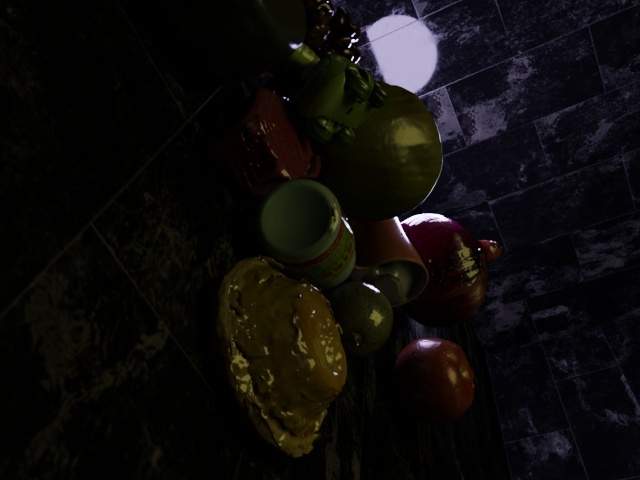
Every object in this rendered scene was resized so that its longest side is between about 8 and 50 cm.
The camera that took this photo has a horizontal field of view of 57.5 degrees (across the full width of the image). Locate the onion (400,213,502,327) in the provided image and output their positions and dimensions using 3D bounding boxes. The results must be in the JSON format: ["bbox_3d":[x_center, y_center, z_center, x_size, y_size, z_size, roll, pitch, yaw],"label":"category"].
[{"bbox_3d":[0.385,0.074,1.746,0.348,0.385,0.347,49,-32,46],"label":"onion"}]

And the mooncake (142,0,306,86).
[{"bbox_3d":[-0.171,-0.444,0.962,0.356,0.194,0.356,-17,90,-71],"label":"mooncake"}]

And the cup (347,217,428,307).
[{"bbox_3d":[0.133,0.027,1.448,0.226,0.182,0.264,18,39,-29],"label":"cup"}]

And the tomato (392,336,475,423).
[{"bbox_3d":[0.266,0.339,1.415,0.208,0.184,0.208,38,41,-43],"label":"tomato"}]

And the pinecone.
[{"bbox_3d":[-0.041,-0.429,1.265,0.309,0.244,0.244,57,12,20],"label":"pinecone"}]

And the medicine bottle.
[{"bbox_3d":[-0.016,-0.002,0.983,0.225,0.139,0.139,57,18,-69],"label":"medicine bottle"}]

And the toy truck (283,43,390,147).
[{"bbox_3d":[0.020,-0.288,1.116,0.187,0.148,0.210,16,33,-51],"label":"toy truck"}]

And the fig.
[{"bbox_3d":[0.103,-0.194,1.337,0.343,0.343,0.343,56,22,-37],"label":"fig"}]

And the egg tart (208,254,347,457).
[{"bbox_3d":[-0.041,0.149,0.821,0.295,0.116,0.294,-19,90,-74],"label":"egg tart"}]

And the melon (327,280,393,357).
[{"bbox_3d":[0.069,0.150,1.109,0.192,0.139,0.139,-71,138,-71],"label":"melon"}]

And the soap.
[{"bbox_3d":[-0.096,-0.163,1.014,0.182,0.112,0.289,65,18,4],"label":"soap"}]
